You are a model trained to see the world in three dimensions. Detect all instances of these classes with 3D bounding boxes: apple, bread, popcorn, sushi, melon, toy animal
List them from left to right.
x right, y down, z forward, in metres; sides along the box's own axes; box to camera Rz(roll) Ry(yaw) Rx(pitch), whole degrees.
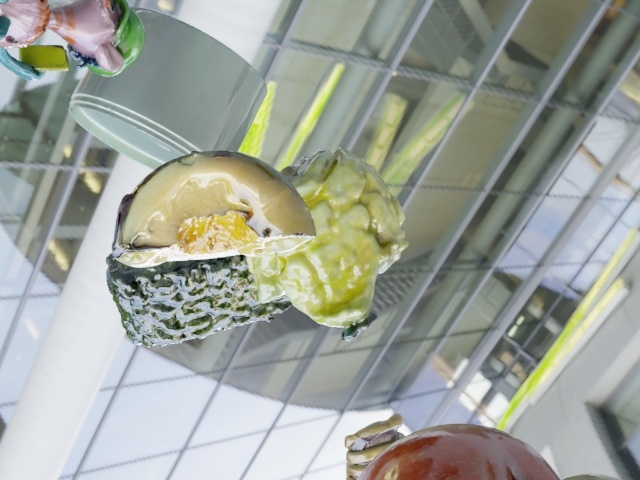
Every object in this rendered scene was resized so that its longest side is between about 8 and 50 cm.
[{"bbox_3d":[-0.232,-0.169,0.707,0.100,0.103,0.208,45,-161,6],"label":"toy animal"},{"bbox_3d":[-0.230,0.048,1.689,0.351,0.178,0.294,-17,-154,-10],"label":"sushi"},{"bbox_3d":[-0.094,-0.022,0.726,0.160,0.128,0.079,-7,-101,-13],"label":"melon"},{"bbox_3d":[-0.005,-0.007,1.384,0.237,0.293,0.293,47,-158,-12],"label":"popcorn"},{"bbox_3d":[0.114,0.465,1.773,0.134,0.225,0.081,-8,-162,-28],"label":"bread"},{"bbox_3d":[0.189,0.392,1.069,0.348,0.277,0.348,29,-152,-17],"label":"apple"}]

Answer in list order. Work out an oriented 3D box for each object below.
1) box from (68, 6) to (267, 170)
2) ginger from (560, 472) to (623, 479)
[{"bbox_3d":[-0.204,-0.186,1.176,0.226,0.149,0.226,25,170,5],"label":"box"},{"bbox_3d":[0.156,0.299,0.591,0.155,0.304,0.244,29,-175,11],"label":"ginger"}]
